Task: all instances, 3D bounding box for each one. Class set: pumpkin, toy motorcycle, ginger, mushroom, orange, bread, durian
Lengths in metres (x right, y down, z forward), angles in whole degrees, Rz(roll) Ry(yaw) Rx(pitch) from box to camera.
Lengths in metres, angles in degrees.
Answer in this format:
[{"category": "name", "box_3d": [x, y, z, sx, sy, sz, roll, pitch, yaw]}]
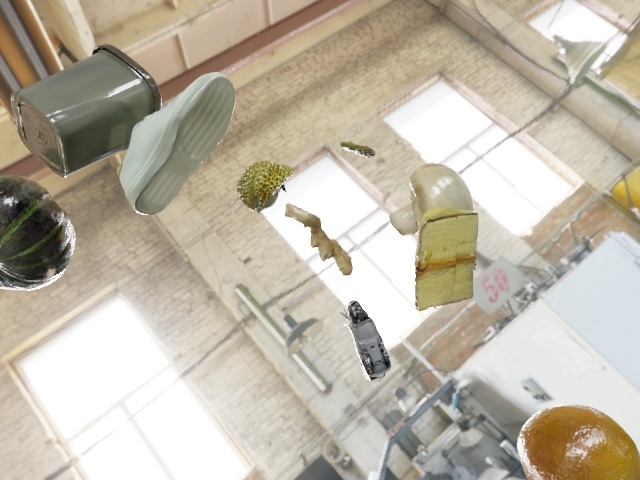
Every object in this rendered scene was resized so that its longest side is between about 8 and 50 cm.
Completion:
[{"category": "pumpkin", "box_3d": [-0.810, -0.015, 1.415, 0.323, 0.324, 0.241, -59, 7, 39]}, {"category": "toy motorcycle", "box_3d": [0.140, 0.313, 1.702, 0.091, 0.262, 0.157, -20, -5, -13]}, {"category": "ginger", "box_3d": [0.000, 0.000, 1.529, 0.075, 0.288, 0.089, 3, 53, 55]}, {"category": "mushroom", "box_3d": [0.309, -0.096, 1.541, 0.235, 0.253, 0.260, -19, -40, 10]}, {"category": "orange", "box_3d": [0.601, 0.506, 1.252, 0.264, 0.264, 0.264, -38, -20, -16]}, {"category": "bread", "box_3d": [0.293, 0.055, 1.271, 0.178, 0.136, 0.239, -39, -47, -63]}, {"category": "durian", "box_3d": [-0.183, -0.193, 1.773, 0.193, 0.138, 0.237, -53, -4, 12]}]

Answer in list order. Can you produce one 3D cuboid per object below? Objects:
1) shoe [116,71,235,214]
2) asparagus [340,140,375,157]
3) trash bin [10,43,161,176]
[{"category": "shoe", "box_3d": [-0.336, -0.240, 1.210, 0.363, 0.160, 0.132, -52, -29, 15]}, {"category": "asparagus", "box_3d": [0.111, -0.271, 1.613, 0.030, 0.165, 0.036, -18, -62, -28]}, {"category": "trash bin", "box_3d": [-0.536, -0.290, 1.238, 0.250, 0.220, 0.219, -43, -17, -39]}]
